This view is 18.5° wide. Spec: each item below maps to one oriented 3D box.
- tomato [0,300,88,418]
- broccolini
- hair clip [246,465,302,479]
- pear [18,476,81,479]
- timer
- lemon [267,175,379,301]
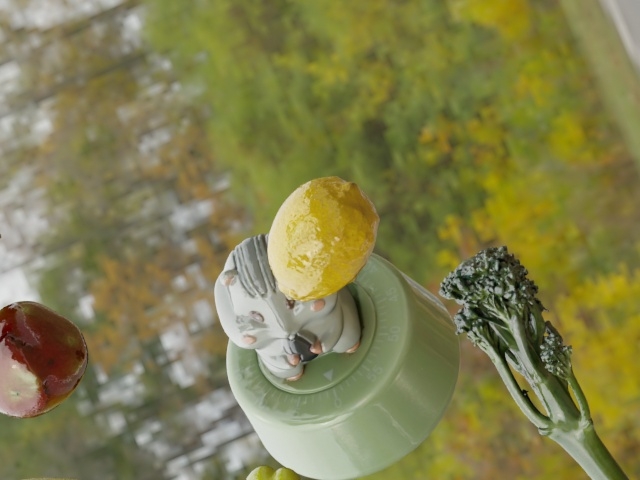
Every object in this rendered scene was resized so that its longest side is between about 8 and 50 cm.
[{"bbox_3d":[-0.219,0.091,1.465,0.075,0.087,0.087,-64,-49,-70],"label":"tomato"},{"bbox_3d":[0.241,0.166,1.614,0.392,0.079,0.074,49,175,-5],"label":"broccolini"},{"bbox_3d":[-0.006,0.287,1.920,0.173,0.072,0.046,42,-163,-1],"label":"hair clip"},{"bbox_3d":[-0.270,0.322,1.893,0.178,0.267,0.267,91,160,-64],"label":"pear"},{"bbox_3d":[-0.016,0.103,2.391,0.315,0.290,0.291,50,-163,-51],"label":"timer"},{"bbox_3d":[0.000,0.000,2.130,0.114,0.155,0.114,26,-154,-14],"label":"lemon"}]
